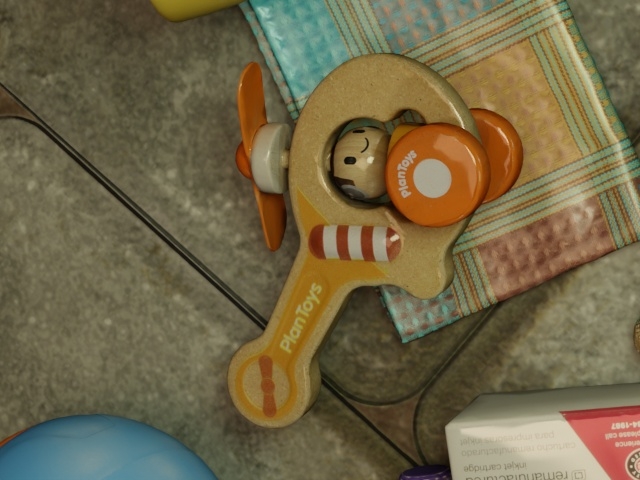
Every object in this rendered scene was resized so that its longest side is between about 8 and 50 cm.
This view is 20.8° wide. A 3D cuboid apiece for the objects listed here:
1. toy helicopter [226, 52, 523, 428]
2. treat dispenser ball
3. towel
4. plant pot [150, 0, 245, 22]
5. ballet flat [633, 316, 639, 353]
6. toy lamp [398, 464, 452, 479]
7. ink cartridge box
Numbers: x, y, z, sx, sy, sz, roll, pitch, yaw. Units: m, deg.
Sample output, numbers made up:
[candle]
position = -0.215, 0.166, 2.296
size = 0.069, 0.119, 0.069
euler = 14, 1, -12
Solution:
[toy helicopter]
position = 0.000, 0.000, 1.496
size = 0.235, 0.140, 0.355
euler = 31, 110, 13
[treat dispenser ball]
position = -0.207, 0.300, 1.551
size = 0.288, 0.288, 0.288
euler = 2, 97, 18
[towel]
position = 0.108, -0.124, 1.529
size = 0.271, 0.040, 0.370
euler = -25, 88, 20
[plant pot]
position = -0.053, -0.336, 1.455
size = 0.239, 0.254, 0.254
euler = -17, 91, 8
[ballet flat]
position = 0.363, 0.088, 1.448
size = 0.206, 0.073, 0.067
euler = 10, 131, 15
[toy lamp]
position = 0.114, 0.340, 1.565
size = 0.080, 0.080, 0.275
euler = -6, 97, 19
[ink cartridge box]
position = 0.244, 0.282, 1.486
size = 0.226, 0.131, 0.306
euler = -7, 93, 19
